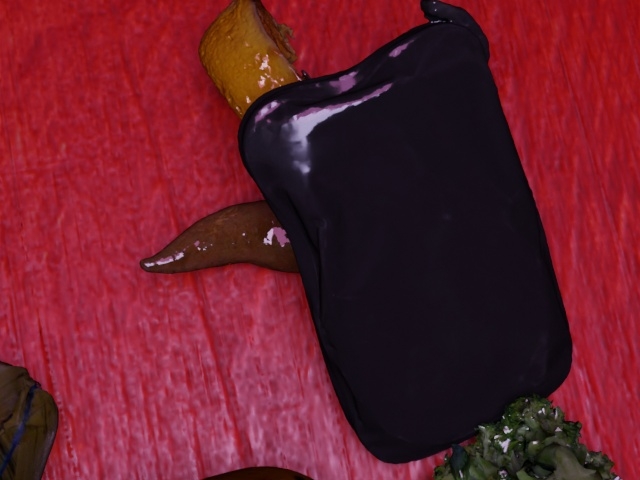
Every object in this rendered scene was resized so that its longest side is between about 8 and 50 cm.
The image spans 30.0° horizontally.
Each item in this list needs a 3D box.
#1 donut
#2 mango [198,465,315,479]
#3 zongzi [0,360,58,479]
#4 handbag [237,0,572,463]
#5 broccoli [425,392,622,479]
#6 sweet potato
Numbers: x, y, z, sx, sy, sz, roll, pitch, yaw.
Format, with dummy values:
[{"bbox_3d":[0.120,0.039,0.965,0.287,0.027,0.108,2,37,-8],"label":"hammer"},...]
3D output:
[{"bbox_3d":[-0.031,-0.115,0.932,0.078,0.146,0.181,-35,86,7],"label":"donut"},{"bbox_3d":[-0.095,0.250,0.820,0.287,0.201,0.152,-14,78,-25],"label":"mango"},{"bbox_3d":[-0.251,0.259,0.863,0.260,0.123,0.289,-48,120,-36],"label":"zongzi"},{"bbox_3d":[0.069,0.002,0.880,0.192,0.075,0.332,-24,114,-7],"label":"handbag"},{"bbox_3d":[0.161,0.214,0.871,0.195,0.156,0.195,12,46,-13],"label":"broccoli"},{"bbox_3d":[0.000,0.000,0.948,0.281,0.059,0.067,-1,65,-5],"label":"sweet potato"}]
